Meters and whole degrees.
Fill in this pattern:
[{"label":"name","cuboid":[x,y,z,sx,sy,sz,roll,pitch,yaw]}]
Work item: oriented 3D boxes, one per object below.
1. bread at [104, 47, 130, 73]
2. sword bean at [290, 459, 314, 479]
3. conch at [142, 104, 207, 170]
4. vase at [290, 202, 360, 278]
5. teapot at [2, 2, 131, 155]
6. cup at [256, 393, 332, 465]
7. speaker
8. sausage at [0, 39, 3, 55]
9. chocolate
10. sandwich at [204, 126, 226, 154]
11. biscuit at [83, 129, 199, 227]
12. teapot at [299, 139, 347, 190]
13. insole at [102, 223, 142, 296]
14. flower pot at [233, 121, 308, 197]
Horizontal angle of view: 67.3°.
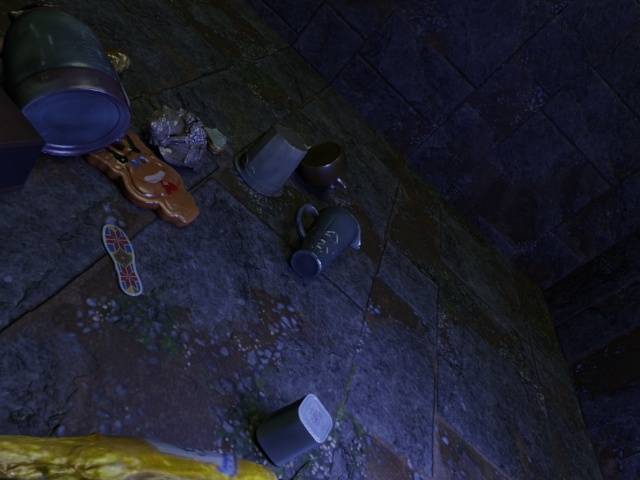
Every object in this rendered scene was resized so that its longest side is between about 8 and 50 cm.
[{"label":"bread","cuboid":[-0.647,-0.476,1.350,0.084,0.077,0.368,39,30,-16]},{"label":"sword bean","cuboid":[-0.038,0.487,1.017,0.012,0.012,0.083,54,30,13]},{"label":"conch","cuboid":[-0.407,-0.295,1.420,0.245,0.162,0.179,15,71,-69]},{"label":"vase","cuboid":[0.000,0.000,1.557,0.251,0.156,0.301,47,34,-6]},{"label":"teapot","cuboid":[-0.571,-0.381,1.122,0.315,0.233,0.312,18,47,-67]},{"label":"cup","cuboid":[-0.048,0.388,1.011,0.095,0.129,0.128,55,25,1]},{"label":"speaker","cuboid":[-0.677,-0.214,0.897,0.231,0.153,0.192,49,29,4]},{"label":"sausage","cuboid":[-0.792,-0.483,1.202,0.043,0.043,0.186,53,29,12]},{"label":"chocolate","cuboid":[-0.265,0.372,0.703,0.445,0.162,0.162,28,34,-28]},{"label":"sandwich","cuboid":[-0.351,-0.331,1.606,0.093,0.035,0.105,-5,57,-56]},{"label":"biscuit","cuboid":[-0.454,-0.169,1.253,0.334,0.047,0.202,45,28,-4]},{"label":"teapot","cuboid":[0.010,-0.282,1.909,0.267,0.185,0.175,36,-27,40]},{"label":"insole","cuboid":[-0.435,0.040,1.054,0.065,0.006,0.194,6,47,-50]},{"label":"flower pot","cuboid":[-0.158,-0.291,1.651,0.212,0.202,0.212,34,27,-20]}]
